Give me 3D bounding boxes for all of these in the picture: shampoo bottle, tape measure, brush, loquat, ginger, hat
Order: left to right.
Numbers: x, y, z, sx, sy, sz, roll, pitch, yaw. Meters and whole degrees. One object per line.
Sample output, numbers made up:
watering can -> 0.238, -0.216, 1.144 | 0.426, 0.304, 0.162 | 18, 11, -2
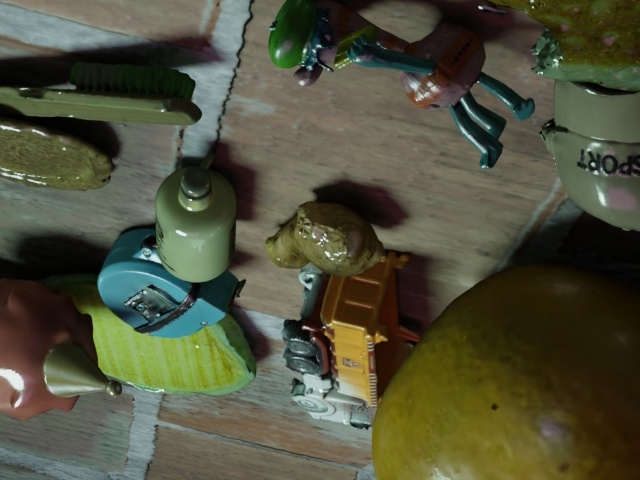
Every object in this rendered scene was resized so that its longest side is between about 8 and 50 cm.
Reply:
brush -> -0.226, -0.133, 1.502 | 0.282, 0.048, 0.054 | 5, 165, 33
tape measure -> -0.168, 0.044, 1.806 | 0.125, 0.081, 0.146 | 36, 140, -22
shampoo bottle -> -0.120, -0.023, 1.644 | 0.079, 0.079, 0.162 | 11, 156, 1
ginger -> 0.008, 0.003, 1.666 | 0.096, 0.067, 0.165 | 19, 167, -15
loquat -> 0.229, 0.189, 1.626 | 0.359, 0.328, 0.328 | 37, 166, 26
hat -> 0.235, -0.071, 1.368 | 0.147, 0.085, 0.175 | 5, 161, 18

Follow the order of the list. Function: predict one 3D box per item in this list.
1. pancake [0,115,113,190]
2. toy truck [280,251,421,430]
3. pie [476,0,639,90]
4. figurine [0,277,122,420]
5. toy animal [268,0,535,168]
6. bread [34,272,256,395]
pancake -> -0.290, -0.084, 1.638 | 0.199, 0.021, 0.199 | 10, 165, 3
toy truck -> 0.037, 0.108, 1.823 | 0.135, 0.114, 0.270 | 13, 153, 10
pie -> 0.231, -0.185, 1.161 | 0.302, 0.067, 0.302 | 9, 156, 4
figurine -> -0.339, 0.117, 1.888 | 0.387, 0.207, 0.166 | -1, 176, 43
toy animal -> 0.062, -0.132, 1.309 | 0.208, 0.100, 0.103 | 28, -168, -6
bread -> -0.218, 0.109, 2.012 | 0.301, 0.045, 0.301 | 11, 153, 6
